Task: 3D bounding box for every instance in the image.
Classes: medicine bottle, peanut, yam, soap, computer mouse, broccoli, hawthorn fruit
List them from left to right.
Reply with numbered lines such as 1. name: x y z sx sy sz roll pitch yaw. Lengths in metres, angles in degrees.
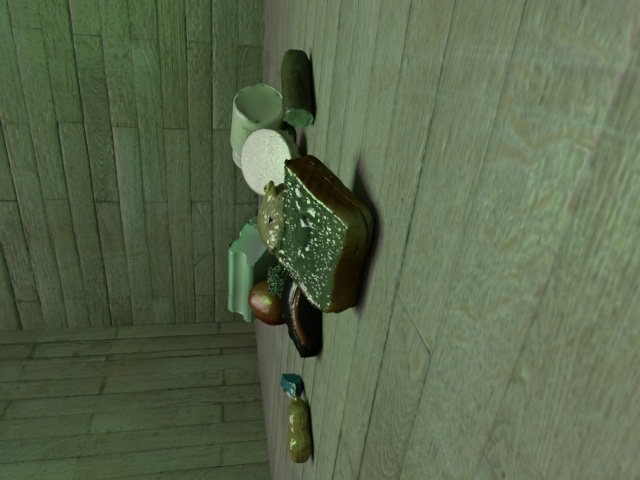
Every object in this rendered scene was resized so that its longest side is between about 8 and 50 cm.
1. medicine bottle: -0.280 -0.472 2.145 0.379 0.213 0.214 118 150 -62
2. soap: -0.276 0.118 2.219 0.156 0.261 0.446 29 130 26
3. hawthorn fruit: -0.188 0.274 2.073 0.251 0.199 0.199 38 130 51
4. broccoli: -0.138 0.167 1.963 0.154 0.167 0.160 -62 -31 -24
5. yam: -0.079 -0.508 1.658 0.106 0.106 0.259 115 153 -64
6. peanut: -0.077 0.657 1.741 0.104 0.085 0.228 107 160 -62
7. computer mouse: -0.064 0.218 1.598 0.183 0.116 0.323 169 99 -83

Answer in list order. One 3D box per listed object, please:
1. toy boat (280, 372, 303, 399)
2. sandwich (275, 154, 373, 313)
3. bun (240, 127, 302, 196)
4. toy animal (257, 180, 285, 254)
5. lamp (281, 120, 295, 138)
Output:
1. toy boat: -0.109 0.570 1.912 0.185 0.075 0.077 180 92 -73
2. sandwich: 0.000 0.000 1.133 0.271 0.099 0.301 50 143 39
3. bun: -0.157 -0.295 1.877 0.175 0.263 0.263 -18 -66 -56
4. toy animal: -0.115 -0.077 1.649 0.358 0.188 0.227 -141 62 -76
5. lamp: -0.153 -0.363 2.149 0.269 0.047 0.266 -113 29 -64
